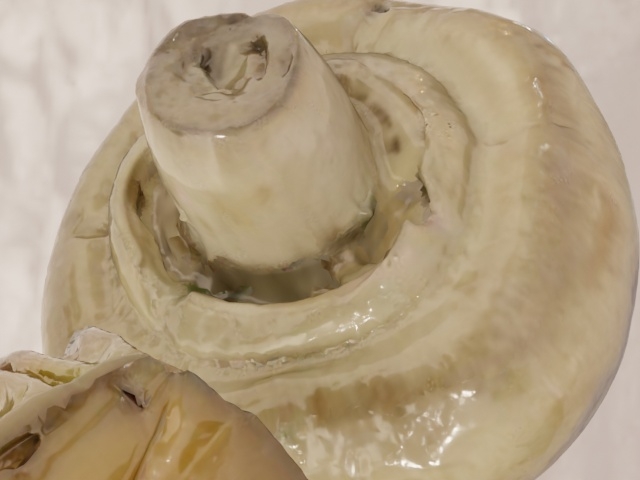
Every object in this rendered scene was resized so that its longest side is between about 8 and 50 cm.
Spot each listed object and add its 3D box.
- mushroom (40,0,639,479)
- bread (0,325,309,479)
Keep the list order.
[{"bbox_3d":[0.000,0.000,0.761,0.260,0.254,0.234,-60,149,-13],"label":"mushroom"},{"bbox_3d":[-0.101,0.138,0.453,0.241,0.107,0.136,-42,103,-21],"label":"bread"}]
